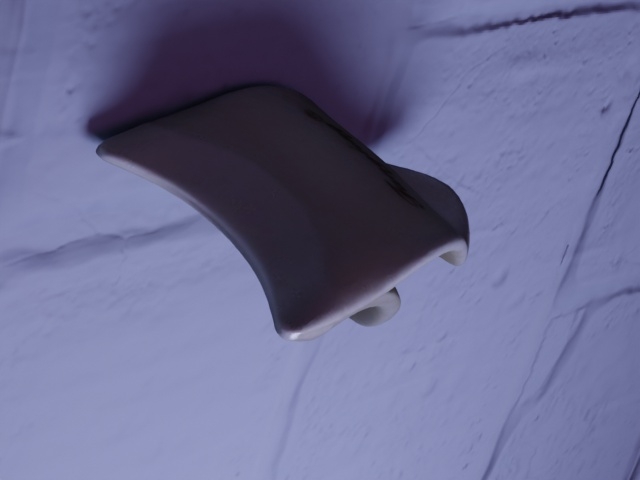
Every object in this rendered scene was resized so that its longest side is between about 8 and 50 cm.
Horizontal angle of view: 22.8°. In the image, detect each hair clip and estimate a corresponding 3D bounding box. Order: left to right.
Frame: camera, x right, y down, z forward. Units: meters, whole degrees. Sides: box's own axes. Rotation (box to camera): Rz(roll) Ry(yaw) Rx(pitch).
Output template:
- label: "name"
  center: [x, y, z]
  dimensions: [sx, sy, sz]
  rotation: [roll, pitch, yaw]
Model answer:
- label: "hair clip"
  center: [0.010, -0.015, 0.993]
  dimensions: [0.113, 0.172, 0.282]
  rotation: [-49, 157, 6]
